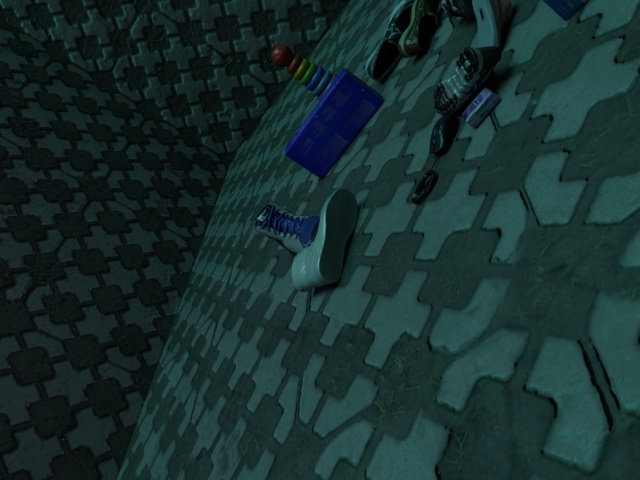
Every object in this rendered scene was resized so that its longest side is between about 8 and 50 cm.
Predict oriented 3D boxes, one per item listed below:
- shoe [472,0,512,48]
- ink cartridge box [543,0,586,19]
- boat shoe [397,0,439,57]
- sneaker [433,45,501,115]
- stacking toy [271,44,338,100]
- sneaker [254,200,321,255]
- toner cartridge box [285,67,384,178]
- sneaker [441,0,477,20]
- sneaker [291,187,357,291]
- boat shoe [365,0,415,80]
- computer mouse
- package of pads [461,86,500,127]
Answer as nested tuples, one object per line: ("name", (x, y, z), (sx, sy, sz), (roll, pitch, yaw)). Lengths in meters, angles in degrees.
("shoe", (0.420, -0.517, 1.352), (0.063, 0.081, 0.178), (137, 129, -67))
("ink cartridge box", (0.537, -0.564, 1.104), (0.231, 0.078, 0.134), (-42, 26, 40))
("boat shoe", (0.338, -0.694, 1.798), (0.095, 0.095, 0.258), (4, 69, 53))
("sneaker", (0.340, -0.363, 1.299), (0.106, 0.078, 0.234), (-20, -14, -17))
("stacking toy", (-0.059, -0.719, 2.417), (0.141, 0.330, 0.141), (-48, 22, 26))
("sneaker", (-0.102, -0.033, 1.719), (0.128, 0.182, 0.315), (-65, 19, -11))
("toner cartridge box", (0.042, -0.393, 1.937), (0.348, 0.165, 0.075), (-49, 21, 23))
("sneaker", (0.401, -0.661, 1.565), (0.146, 0.122, 0.331), (115, 170, -46))
("sneaker", (0.000, 0.000, 1.535), (0.169, 0.108, 0.293), (-28, 37, 50))
("boat shoe", (0.256, -0.685, 1.938), (0.301, 0.108, 0.102), (-54, 19, 19))
("computer mouse", (0.254, -0.193, 1.300), (0.071, 0.041, 0.242), (-15, 47, 62))
("package of pads", (0.346, -0.288, 1.229), (0.083, 0.032, 0.050), (-51, 18, 21))
